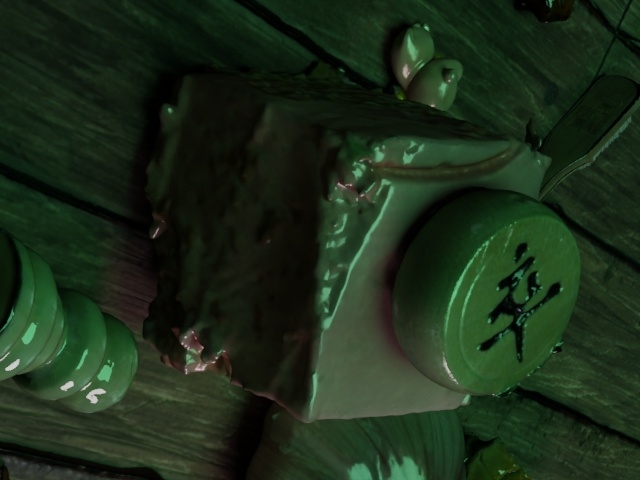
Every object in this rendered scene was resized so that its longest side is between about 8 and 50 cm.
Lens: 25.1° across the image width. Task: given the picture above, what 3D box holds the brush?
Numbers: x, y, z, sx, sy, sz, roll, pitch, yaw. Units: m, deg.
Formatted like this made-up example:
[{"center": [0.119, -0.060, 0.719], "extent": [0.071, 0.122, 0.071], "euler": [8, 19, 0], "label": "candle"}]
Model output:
[{"center": [0.313, -0.093, 1.898], "extent": [0.327, 0.070, 0.065], "euler": [-46, 147, -20], "label": "brush"}]

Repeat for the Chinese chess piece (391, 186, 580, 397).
[{"center": [0.151, 0.047, 1.289], "extent": [0.188, 0.083, 0.189], "euler": [-20, 123, -33], "label": "Chinese chess piece"}]

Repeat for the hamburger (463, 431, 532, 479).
[{"center": [0.199, 0.415, 1.980], "extent": [0.211, 0.132, 0.309], "euler": [-42, 137, -29], "label": "hamburger"}]

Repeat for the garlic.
[{"center": [0.042, 0.292, 1.682], "extent": [0.322, 0.241, 0.322], "euler": [-10, 101, -61], "label": "garlic"}]

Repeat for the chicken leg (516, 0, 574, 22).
[{"center": [0.241, -0.349, 1.652], "extent": [0.113, 0.093, 0.304], "euler": [-29, 142, 12], "label": "chicken leg"}]

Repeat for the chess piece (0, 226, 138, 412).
[{"center": [-0.253, 0.089, 1.315], "extent": [0.133, 0.133, 0.243], "euler": [-60, 145, -6], "label": "chess piece"}]

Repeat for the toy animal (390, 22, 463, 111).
[{"center": [0.128, -0.188, 1.620], "extent": [0.091, 0.082, 0.114], "euler": [-23, 125, -41], "label": "toy animal"}]

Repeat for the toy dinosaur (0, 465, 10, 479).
[{"center": [-0.413, 0.420, 1.326], "extent": [0.432, 0.097, 0.208], "euler": [-65, 155, 5], "label": "toy dinosaur"}]

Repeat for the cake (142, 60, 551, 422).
[{"center": [0.000, 0.000, 1.399], "extent": [0.293, 0.306, 0.314], "euler": [-3, 111, -46], "label": "cake"}]
